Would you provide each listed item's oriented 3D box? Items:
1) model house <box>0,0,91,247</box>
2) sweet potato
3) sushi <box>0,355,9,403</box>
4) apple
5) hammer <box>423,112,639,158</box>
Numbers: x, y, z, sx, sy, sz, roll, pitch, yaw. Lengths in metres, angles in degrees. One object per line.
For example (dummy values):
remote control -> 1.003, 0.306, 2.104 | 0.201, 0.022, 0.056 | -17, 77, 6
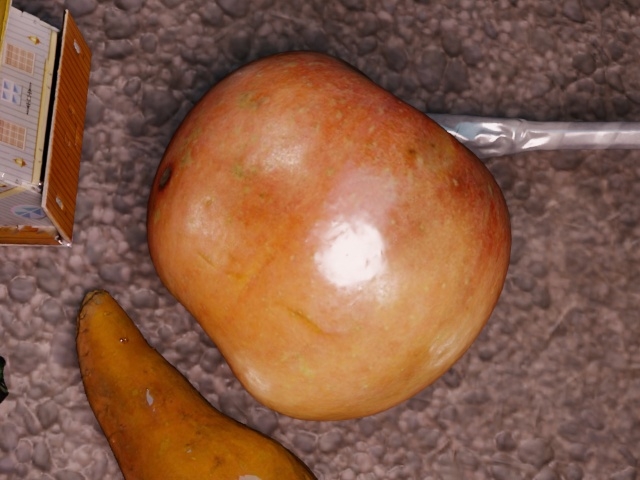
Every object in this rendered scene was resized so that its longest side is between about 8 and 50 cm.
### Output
model house -> -0.236, -0.099, 1.306 | 0.136, 0.207, 0.219 | 24, 60, -40
sweet potato -> -0.056, 0.183, 1.256 | 0.359, 0.112, 0.112 | 44, 68, 0
sushi -> -0.262, 0.094, 1.260 | 0.083, 0.056, 0.085 | 44, 69, 3
apple -> 0.000, 0.000, 1.264 | 0.253, 0.253, 0.253 | 4, 71, -12
hammer -> 0.175, -0.071, 1.385 | 0.427, 0.044, 0.152 | -3, 105, 1
